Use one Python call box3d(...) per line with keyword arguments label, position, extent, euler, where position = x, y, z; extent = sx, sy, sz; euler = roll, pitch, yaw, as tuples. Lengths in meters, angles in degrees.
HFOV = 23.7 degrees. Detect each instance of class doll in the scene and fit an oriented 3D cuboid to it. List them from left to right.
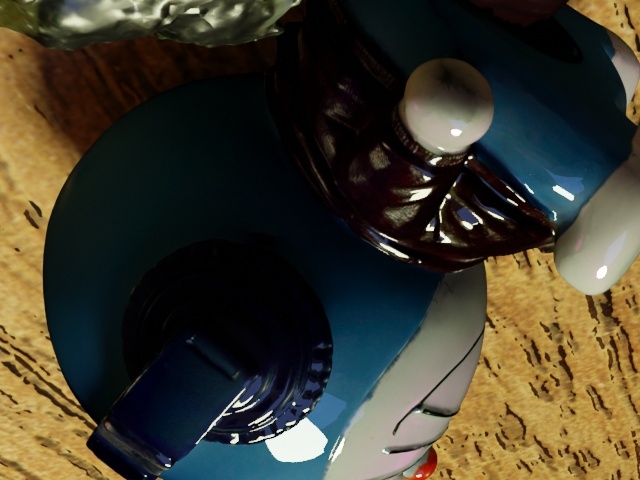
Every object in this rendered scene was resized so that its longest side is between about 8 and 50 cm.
box3d(label="doll", position=(0.000, 0.000, 0.763), extent=(0.240, 0.284, 0.310), euler=(39, 115, -1))

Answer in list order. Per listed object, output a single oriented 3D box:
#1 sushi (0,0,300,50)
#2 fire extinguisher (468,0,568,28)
box3d(label="sushi", position=(-0.069, -0.160, 0.486), extent=(0.115, 0.212, 0.147), euler=(1, 138, -19))
box3d(label="fire extinguisher", position=(0.154, -0.224, 0.573), extent=(0.147, 0.106, 0.337), euler=(0, 147, -46))
